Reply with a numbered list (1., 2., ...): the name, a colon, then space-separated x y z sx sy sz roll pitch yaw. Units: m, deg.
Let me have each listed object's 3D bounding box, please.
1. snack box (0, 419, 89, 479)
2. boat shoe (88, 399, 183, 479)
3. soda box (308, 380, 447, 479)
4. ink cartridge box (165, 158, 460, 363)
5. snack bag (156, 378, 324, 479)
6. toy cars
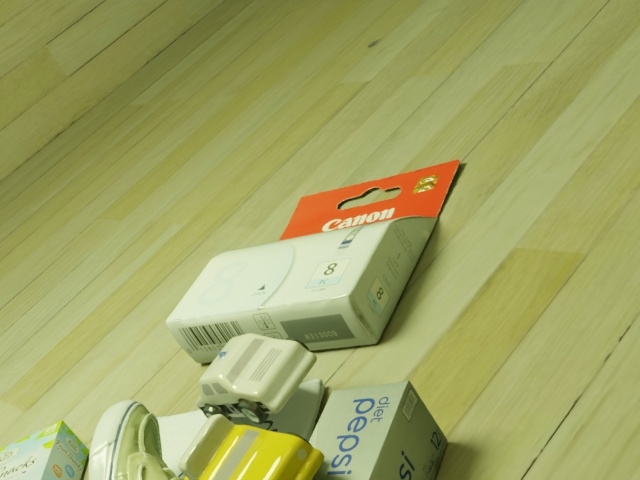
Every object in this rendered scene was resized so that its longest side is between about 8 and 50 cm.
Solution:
1. snack box: -0.399 0.344 1.253 0.174 0.070 0.207 -26 25 13
2. boat shoe: -0.182 0.283 1.026 0.094 0.109 0.302 -14 37 4
3. soda box: 0.021 0.263 0.906 0.098 0.091 0.286 -13 32 35
4. ink cartridge box: 0.000 0.000 1.392 0.308 0.091 0.385 -12 34 36
5. snack bag: -0.157 0.294 1.113 0.323 0.037 0.342 -18 29 28
6. toy cars: -0.089 0.180 1.033 0.176 0.087 0.394 -42 15 11
